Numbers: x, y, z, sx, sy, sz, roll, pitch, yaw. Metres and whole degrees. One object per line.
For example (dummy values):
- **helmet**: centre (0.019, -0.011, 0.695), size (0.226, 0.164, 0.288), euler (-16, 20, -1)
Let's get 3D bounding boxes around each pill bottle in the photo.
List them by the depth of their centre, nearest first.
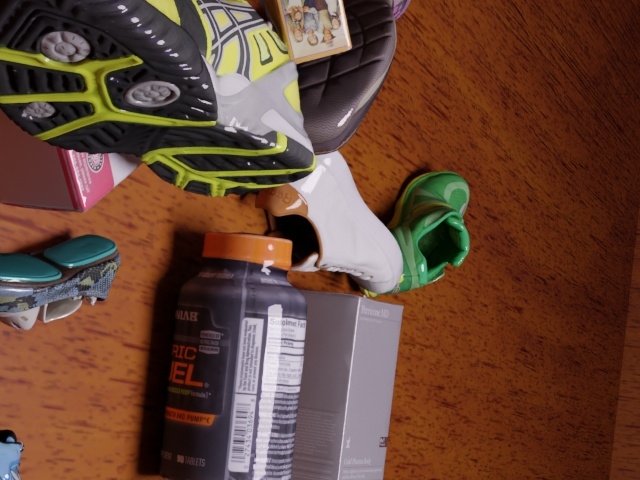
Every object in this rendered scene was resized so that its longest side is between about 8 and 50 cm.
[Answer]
- **pill bottle**: centre (-0.081, 0.115, 1.279), size (0.130, 0.130, 0.245), euler (13, 82, -64)

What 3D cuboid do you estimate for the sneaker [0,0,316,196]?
- **sneaker**: centre (-0.127, -0.143, 0.967), size (0.385, 0.145, 0.147), euler (33, 47, -66)

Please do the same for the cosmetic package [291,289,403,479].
- **cosmetic package**: centre (0.018, 0.180, 1.526), size (0.127, 0.107, 0.238), euler (11, 87, -61)

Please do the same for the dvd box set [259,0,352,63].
- **dvd box set**: centre (-0.067, -0.401, 1.138), size (0.307, 0.062, 0.420), euler (-109, -175, -58)

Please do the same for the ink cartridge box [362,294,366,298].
- **ink cartridge box**: centre (0.050, 0.127, 1.667), size (0.063, 0.029, 0.115), euler (-64, 145, -37)

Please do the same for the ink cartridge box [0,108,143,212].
- **ink cartridge box**: centre (-0.185, -0.143, 1.072), size (0.218, 0.092, 0.158), euler (-48, 135, -49)

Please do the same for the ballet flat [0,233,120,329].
- **ballet flat**: centre (-0.226, 0.040, 1.054), size (0.188, 0.070, 0.070), euler (-12, 104, -60)

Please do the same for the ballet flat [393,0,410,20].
- **ballet flat**: centre (0.111, -0.359, 1.687), size (0.079, 0.077, 0.221), euler (89, 24, -55)

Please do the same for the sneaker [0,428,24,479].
- **sneaker**: centre (-0.246, 0.186, 1.029), size (0.162, 0.063, 0.073), euler (65, 35, -45)

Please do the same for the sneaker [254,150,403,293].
- **sneaker**: centre (0.000, 0.000, 1.492), size (0.123, 0.106, 0.290), euler (-57, 143, -16)

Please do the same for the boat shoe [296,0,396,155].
- **boat shoe**: centre (0.028, -0.197, 1.415), size (0.355, 0.132, 0.130), euler (-74, 161, -46)

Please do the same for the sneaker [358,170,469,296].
- **sneaker**: centre (0.146, -0.002, 1.737), size (0.295, 0.124, 0.109), euler (-47, 134, -53)
